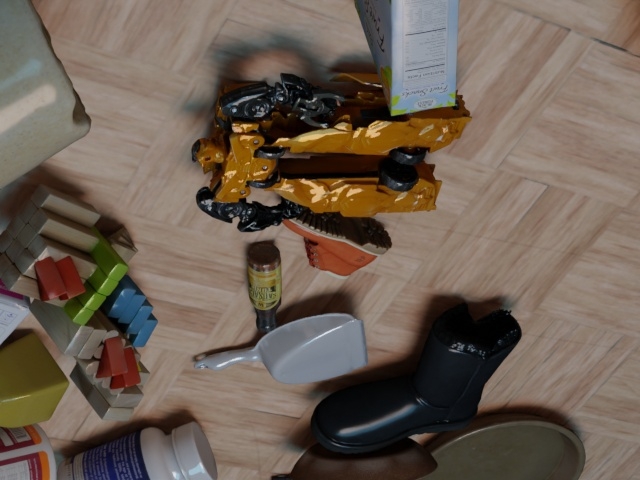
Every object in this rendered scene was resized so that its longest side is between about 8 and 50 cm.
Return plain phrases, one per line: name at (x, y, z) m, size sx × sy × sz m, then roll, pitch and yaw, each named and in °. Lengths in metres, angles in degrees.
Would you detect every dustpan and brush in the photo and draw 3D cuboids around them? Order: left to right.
dustpan and brush at (-0.051, 0.141, 1.807) m, size 0.211 × 0.060 × 0.147 m, roll -20°, pitch 151°, yaw -6°

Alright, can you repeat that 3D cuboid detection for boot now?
boot at (0.000, 0.000, 1.669) m, size 0.158 × 0.059 × 0.084 m, roll 25°, pitch 129°, yaw -37°
boot at (0.121, 0.171, 1.851) m, size 0.246 × 0.094 × 0.207 m, roll -6°, pitch 140°, yaw -21°

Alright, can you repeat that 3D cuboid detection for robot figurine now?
robot figurine at (0.002, -0.099, 1.544) m, size 0.291 × 0.085 × 0.211 m, roll 1°, pitch 134°, yaw -19°

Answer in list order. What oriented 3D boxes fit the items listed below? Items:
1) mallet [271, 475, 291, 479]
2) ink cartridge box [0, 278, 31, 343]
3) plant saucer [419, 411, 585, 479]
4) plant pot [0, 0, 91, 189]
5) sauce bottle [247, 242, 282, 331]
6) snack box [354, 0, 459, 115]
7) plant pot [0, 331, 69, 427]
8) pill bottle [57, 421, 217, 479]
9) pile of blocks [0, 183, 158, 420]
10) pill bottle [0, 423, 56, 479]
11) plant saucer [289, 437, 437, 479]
mallet at (0.026, 0.324, 2.032) m, size 0.189 × 0.039 × 0.062 m, roll -2°, pitch 137°, yaw -10°
ink cartridge box at (-0.493, 0.128, 1.645) m, size 0.186 × 0.065 × 0.311 m, roll 23°, pitch 123°, yaw -37°
plant saucer at (0.249, 0.337, 2.108) m, size 0.278 × 0.041 × 0.278 m, roll -8°, pitch 137°, yaw -8°
plant pot at (-0.380, -0.128, 1.255) m, size 0.305 × 0.334 × 0.334 m, roll -26°, pitch 138°, yaw -5°
sauce bottle at (-0.065, 0.059, 1.719) m, size 0.042 × 0.042 × 0.128 m, roll -10°, pitch 136°, yaw -7°
snack box at (0.077, -0.250, 1.341) m, size 0.070 × 0.174 × 0.207 m, roll -10°, pitch 136°, yaw -5°
plant pot at (-0.360, 0.171, 1.691) m, size 0.083 × 0.081 × 0.081 m, roll -18°, pitch 151°, yaw -44°
pill bottle at (-0.235, 0.306, 1.874) m, size 0.186 × 0.112 × 0.112 m, roll -22°, pitch 137°, yaw 6°
pile of blocks at (-0.236, 0.087, 1.612) m, size 0.149 × 0.112 × 0.362 m, roll -37°, pitch 145°, yaw -11°
pill bottle at (-0.437, 0.288, 1.731) m, size 0.221 × 0.121 × 0.121 m, roll -8°, pitch 143°, yaw -46°
plant saucer at (0.056, 0.290, 1.930) m, size 0.198 × 0.198 × 0.036 m, roll -5°, pitch 94°, yaw -12°
